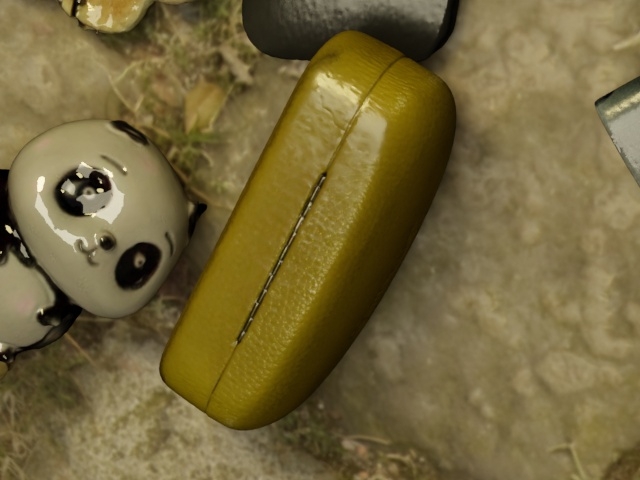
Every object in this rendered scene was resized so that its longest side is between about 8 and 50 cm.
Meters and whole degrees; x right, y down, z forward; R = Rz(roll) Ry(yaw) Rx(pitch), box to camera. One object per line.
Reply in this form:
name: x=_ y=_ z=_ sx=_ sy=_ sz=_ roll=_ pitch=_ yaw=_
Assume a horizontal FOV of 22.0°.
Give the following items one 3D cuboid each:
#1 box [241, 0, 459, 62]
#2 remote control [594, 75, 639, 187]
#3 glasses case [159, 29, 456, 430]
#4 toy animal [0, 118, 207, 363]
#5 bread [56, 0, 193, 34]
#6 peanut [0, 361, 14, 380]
box: x=0.030 y=-0.263 z=1.453 sx=0.201 sy=0.042 sz=0.213 roll=6 pitch=104 yaw=15
remote control: x=0.417 y=-0.161 z=1.366 sx=0.377 sy=0.044 sz=0.107 roll=-30 pitch=98 yaw=21
glasses case: x=0.000 y=0.000 z=1.454 sx=0.141 sy=0.173 sz=0.371 roll=31 pitch=112 yaw=8
toy animal: x=-0.235 y=-0.010 z=1.523 sx=0.235 sy=0.165 sz=0.187 roll=-22 pitch=118 yaw=20
bread: x=-0.205 y=-0.345 z=1.494 sx=0.316 sy=0.054 sz=0.316 roll=4 pitch=105 yaw=16
peanut: x=-0.433 y=0.077 z=1.624 sx=0.290 sy=0.130 sz=0.130 roll=14 pitch=107 yaw=12
